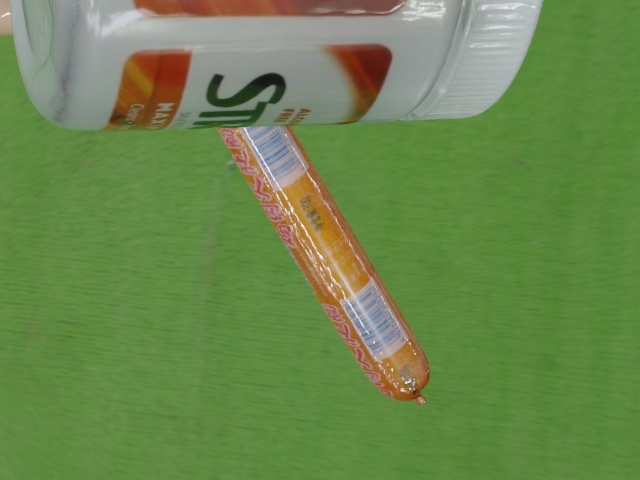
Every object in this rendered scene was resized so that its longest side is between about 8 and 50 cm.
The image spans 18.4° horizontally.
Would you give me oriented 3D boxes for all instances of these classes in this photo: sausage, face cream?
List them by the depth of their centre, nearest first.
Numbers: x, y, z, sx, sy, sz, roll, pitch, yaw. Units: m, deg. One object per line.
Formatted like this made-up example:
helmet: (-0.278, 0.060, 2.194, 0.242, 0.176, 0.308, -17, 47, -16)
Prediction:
face cream: (-0.026, -0.146, 0.802, 0.187, 0.201, 0.201, -2, 90, -16)
sausage: (0.000, 0.000, 1.556, 0.053, 0.053, 0.347, -37, 114, -13)

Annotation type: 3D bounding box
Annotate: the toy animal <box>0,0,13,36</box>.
toy animal: (-0.210, -0.247, 1.471, 0.171, 0.171, 0.198, 44, 120, -11)
